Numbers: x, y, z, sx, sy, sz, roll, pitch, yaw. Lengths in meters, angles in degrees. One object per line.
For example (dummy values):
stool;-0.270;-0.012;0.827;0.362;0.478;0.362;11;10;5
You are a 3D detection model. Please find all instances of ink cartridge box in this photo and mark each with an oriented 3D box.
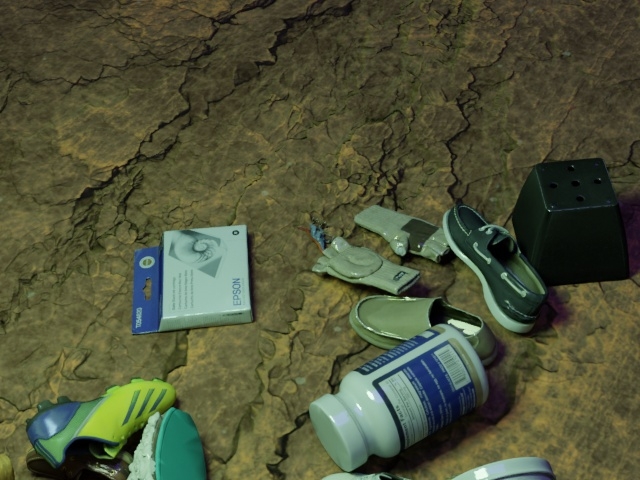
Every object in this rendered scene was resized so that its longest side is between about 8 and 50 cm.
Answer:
ink cartridge box;-0.241;0.069;2.257;0.224;0.045;0.223;-7;46;0

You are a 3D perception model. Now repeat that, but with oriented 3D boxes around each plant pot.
plant pot;0.457;-0.043;2.214;0.187;0.167;0.188;-5;47;1

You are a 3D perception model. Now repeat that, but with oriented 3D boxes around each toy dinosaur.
toy dinosaur;0.000;0.000;2.321;0.090;0.047;0.082;-25;50;35

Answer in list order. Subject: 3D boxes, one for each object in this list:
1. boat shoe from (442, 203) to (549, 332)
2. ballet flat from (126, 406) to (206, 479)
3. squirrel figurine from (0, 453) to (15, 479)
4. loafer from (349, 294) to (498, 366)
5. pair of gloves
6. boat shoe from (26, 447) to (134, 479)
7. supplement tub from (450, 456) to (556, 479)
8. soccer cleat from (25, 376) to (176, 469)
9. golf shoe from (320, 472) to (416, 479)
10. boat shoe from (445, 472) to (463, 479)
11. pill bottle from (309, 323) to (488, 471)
boat shoe;0.319;0.028;2.190;0.114;0.091;0.302;0;44;-34
ballet flat;-0.249;0.436;1.848;0.147;0.147;0.409;-9;46;-3
squirrel figurine;-0.445;0.559;1.695;0.397;0.281;0.370;-34;61;-7
loafer;0.179;0.140;2.113;0.268;0.092;0.102;12;48;17
pair of gloves;0.123;0.020;2.257;0.204;0.042;0.240;18;38;29
boat shoe;-0.393;0.367;1.968;0.178;0.064;0.060;4;44;6
supplement tub;0.279;0.458;1.685;0.191;0.191;0.272;-12;61;-6
soccer cleat;-0.340;0.300;1.969;0.289;0.093;0.121;-9;56;-48
golf shoe;0.080;0.380;1.894;0.176;0.086;0.069;5;48;12
boat shoe;0.275;0.406;1.867;0.190;0.068;0.072;27;38;26
pill bottle;0.125;0.255;1.963;0.264;0.153;0.153;-26;49;-19
